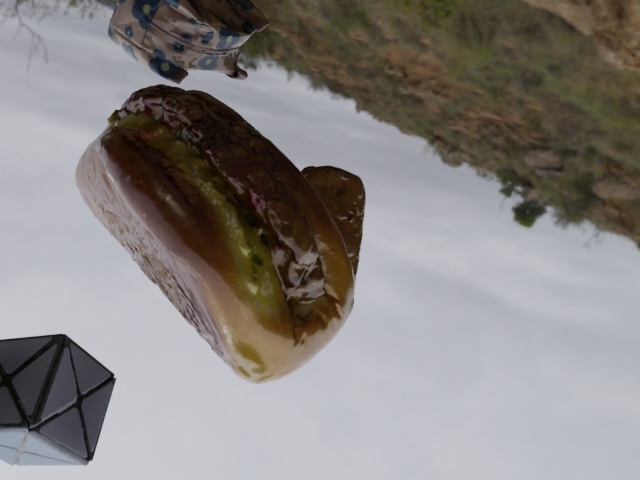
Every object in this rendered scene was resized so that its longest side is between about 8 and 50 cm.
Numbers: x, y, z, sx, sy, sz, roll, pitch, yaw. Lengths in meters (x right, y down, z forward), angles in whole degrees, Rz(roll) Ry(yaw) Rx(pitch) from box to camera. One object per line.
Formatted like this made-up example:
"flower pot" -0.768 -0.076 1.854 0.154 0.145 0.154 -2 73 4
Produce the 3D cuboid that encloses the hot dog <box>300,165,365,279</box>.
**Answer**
"hot dog" 0.000 0.000 1.295 0.196 0.273 0.122 13 167 -30

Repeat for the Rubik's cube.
"Rubik's cube" -0.705 0.404 1.701 0.260 0.259 0.255 -10 -128 19

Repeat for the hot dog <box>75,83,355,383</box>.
"hot dog" -0.132 -0.039 0.793 0.185 0.223 0.405 -36 -115 -25

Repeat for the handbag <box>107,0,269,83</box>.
"handbag" -0.236 -0.403 1.279 0.193 0.190 0.251 43 -148 18
